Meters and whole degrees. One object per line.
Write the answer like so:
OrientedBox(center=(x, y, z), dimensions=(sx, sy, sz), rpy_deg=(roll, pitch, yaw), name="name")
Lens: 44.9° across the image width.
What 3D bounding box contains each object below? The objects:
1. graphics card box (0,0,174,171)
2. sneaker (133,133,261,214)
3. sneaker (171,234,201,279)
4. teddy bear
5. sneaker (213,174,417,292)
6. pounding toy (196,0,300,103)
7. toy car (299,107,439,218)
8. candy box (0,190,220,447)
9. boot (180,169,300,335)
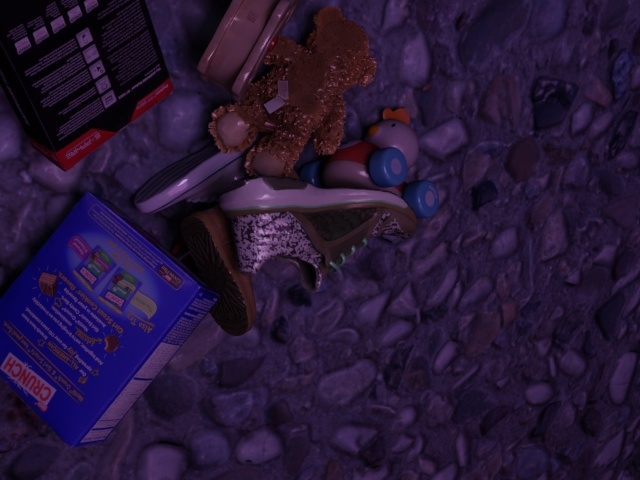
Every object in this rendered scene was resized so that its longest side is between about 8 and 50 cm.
OrientedBox(center=(-0.360, -0.307, 1.091), dimensions=(0.233, 0.094, 0.371), rpy_deg=(-43, 149, -24), name="graphics card box")
OrientedBox(center=(-0.204, -0.105, 1.374), dimensions=(0.258, 0.094, 0.091), rpy_deg=(-32, 120, -16), name="sneaker")
OrientedBox(center=(-0.258, 0.090, 1.405), dimensions=(0.276, 0.135, 0.097), rpy_deg=(-48, 129, -3), name="sneaker")
OrientedBox(center=(-0.049, -0.253, 1.369), dimensions=(0.245, 0.113, 0.338), rpy_deg=(24, 78, -10), name="teddy bear")
OrientedBox(center=(0.000, 0.000, 1.343), dimensions=(0.410, 0.158, 0.182), rpy_deg=(4, 84, -36), name="sneaker")
OrientedBox(center=(-0.129, -0.370, 1.229), dimensions=(0.154, 0.154, 0.270), rpy_deg=(31, 106, -5), name="pounding toy")
OrientedBox(center=(0.116, -0.170, 1.511), dimensions=(0.210, 0.219, 0.238), rpy_deg=(38, 60, -37), name="toy car")
OrientedBox(center=(-0.368, 0.128, 1.262), dimensions=(0.317, 0.268, 0.122), rpy_deg=(-51, 163, -3), name="candy box")
OrientedBox(center=(-0.104, 0.009, 1.381), dimensions=(0.269, 0.089, 0.236), rpy_deg=(-33, 111, -50), name="boot")
